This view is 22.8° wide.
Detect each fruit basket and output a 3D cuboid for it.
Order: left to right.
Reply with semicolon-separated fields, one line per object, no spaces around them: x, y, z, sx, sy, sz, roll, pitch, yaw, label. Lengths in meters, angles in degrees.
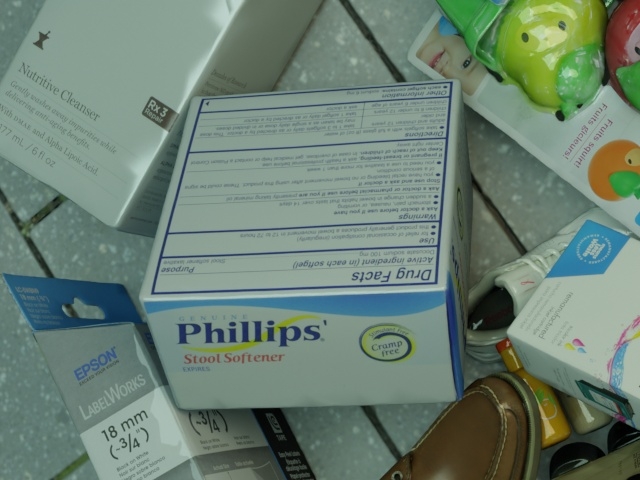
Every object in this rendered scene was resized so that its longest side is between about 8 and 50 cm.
0.275;-0.214;1.428;0.327;0.165;0.353;-54;50;10;fruit basket

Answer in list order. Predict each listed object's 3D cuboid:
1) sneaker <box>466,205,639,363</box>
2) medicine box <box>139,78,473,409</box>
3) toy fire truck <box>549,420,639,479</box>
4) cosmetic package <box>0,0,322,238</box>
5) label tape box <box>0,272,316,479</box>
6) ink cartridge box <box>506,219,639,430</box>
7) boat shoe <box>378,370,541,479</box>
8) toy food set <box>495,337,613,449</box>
0.215;0.040;1.482;0.232;0.115;0.090;-38;73;15;sneaker
0.000;0.000;1.453;0.263;0.149;0.289;-3;43;11;medicine box
0.342;0.286;1.413;0.217;0.158;0.246;-28;113;19;toy fire truck
-0.156;-0.215;1.632;0.217;0.156;0.385;31;98;23;cosmetic package
-0.143;0.155;1.549;0.106;0.240;0.334;-33;75;17;label tape box
0.293;0.090;1.341;0.231;0.078;0.134;26;70;34;ink cartridge box
0.099;0.253;1.456;0.111;0.104;0.307;49;126;41;boat shoe
0.285;0.099;1.452;0.232;0.111;0.104;-27;75;13;toy food set
